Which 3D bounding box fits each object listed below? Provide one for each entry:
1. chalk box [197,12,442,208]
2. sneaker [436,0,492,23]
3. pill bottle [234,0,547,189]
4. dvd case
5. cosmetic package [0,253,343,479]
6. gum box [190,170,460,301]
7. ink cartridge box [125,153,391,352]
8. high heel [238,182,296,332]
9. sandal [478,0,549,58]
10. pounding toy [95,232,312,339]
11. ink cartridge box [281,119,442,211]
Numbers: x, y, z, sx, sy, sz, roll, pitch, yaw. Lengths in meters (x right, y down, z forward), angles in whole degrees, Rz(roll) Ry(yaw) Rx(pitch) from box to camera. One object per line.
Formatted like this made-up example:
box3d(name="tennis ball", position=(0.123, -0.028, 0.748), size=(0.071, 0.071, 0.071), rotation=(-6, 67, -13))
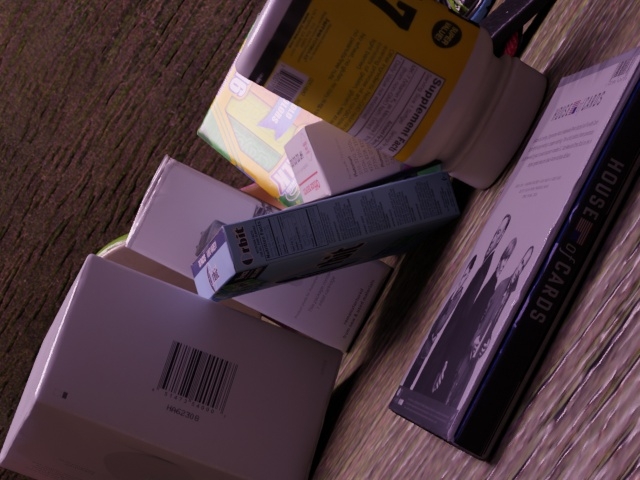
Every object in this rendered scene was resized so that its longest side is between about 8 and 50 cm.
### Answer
box3d(name="chalk box", position=(0.018, -0.089, 1.490), size=(0.213, 0.132, 0.132), rotation=(38, 105, 39))
box3d(name="sneaker", position=(0.130, -0.245, 1.715), size=(0.188, 0.078, 0.067), rotation=(-60, 7, 8))
box3d(name="pill bottle", position=(0.053, -0.128, 1.235), size=(0.119, 0.208, 0.119), rotation=(-61, 7, 12))
box3d(name="dvd case", position=(0.119, 0.005, 0.959), size=(0.238, 0.030, 0.179), rotation=(-61, 6, -4))
box3d(name="cosmetic package", position=(-0.131, 0.142, 1.403), size=(0.224, 0.224, 0.138), rotation=(131, 159, -61))
box3d(name="gum box", position=(0.000, 0.000, 1.330), size=(0.157, 0.184, 0.041), rotation=(141, 115, -72))
box3d(name="ink cartridge box", position=(-0.061, 0.009, 1.502), size=(0.092, 0.218, 0.158), rotation=(-62, 6, 0))
box3d(name="high heel", position=(-0.022, -0.063, 1.649), size=(0.377, 0.181, 0.127), rotation=(-57, 4, 34))
box3d(name="sandal", position=(0.154, -0.167, 1.416), size=(0.179, 0.040, 0.067), rotation=(-41, 21, 28))
box3d(name="pounding toy", position=(-0.123, 0.058, 1.671), size=(0.183, 0.237, 0.110), rotation=(-58, 15, 28))
box3d(name="ink cartridge box", position=(0.036, -0.073, 1.341), size=(0.181, 0.061, 0.104), rotation=(-20, -2, -12))
